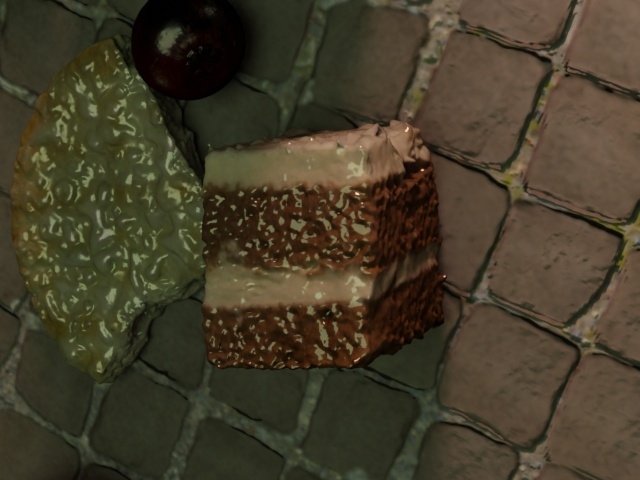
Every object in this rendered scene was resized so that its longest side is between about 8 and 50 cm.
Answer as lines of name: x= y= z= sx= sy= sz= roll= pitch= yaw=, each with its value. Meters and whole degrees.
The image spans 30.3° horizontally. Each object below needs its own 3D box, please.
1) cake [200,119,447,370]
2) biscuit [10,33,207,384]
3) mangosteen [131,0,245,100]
cake: x=0.000 y=0.000 z=0.765 sx=0.134 sy=0.135 sz=0.147 roll=-5 pitch=98 yaw=26
biscuit: x=-0.150 y=-0.018 z=0.878 sx=0.188 sy=0.040 sz=0.266 roll=16 pitch=107 yaw=20
mangosteen: x=-0.092 y=-0.139 z=0.812 sx=0.080 sy=0.081 sz=0.081 roll=4 pitch=101 yaw=22
